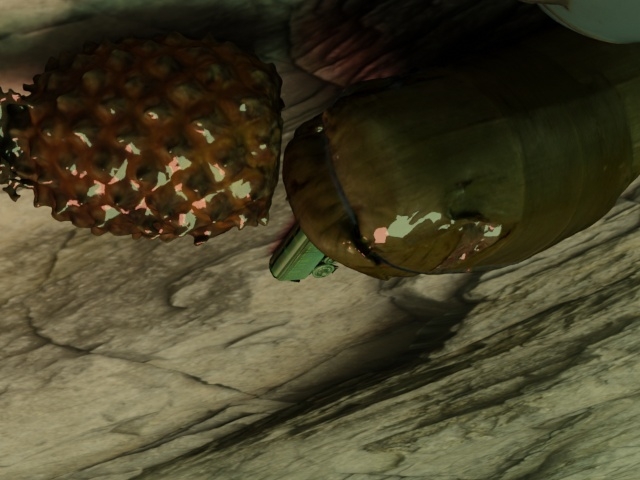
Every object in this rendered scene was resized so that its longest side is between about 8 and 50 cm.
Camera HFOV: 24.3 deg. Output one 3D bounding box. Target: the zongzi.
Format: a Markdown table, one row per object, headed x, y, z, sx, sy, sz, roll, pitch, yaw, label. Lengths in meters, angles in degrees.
| x | y | z | sx | sy | sz | roll | pitch | yaw | label |
| --- | --- | --- | --- | --- | --- | --- | --- | --- | --- |
| 0.071 | -0.031 | 1.274 | 0.356 | 0.174 | 0.393 | -18 | 170 | -39 | zongzi |

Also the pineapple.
| x | y | z | sx | sy | sz | roll | pitch | yaw | label |
| --- | --- | --- | --- | --- | --- | --- | --- | --- | --- |
| -0.209 | -0.083 | 1.138 | 0.361 | 0.175 | 0.175 | 4 | 153 | -5 | pineapple |

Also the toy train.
| x | y | z | sx | sy | sz | roll | pitch | yaw | label |
| --- | --- | --- | --- | --- | --- | --- | --- | --- | --- |
| 0.000 | 0.000 | 1.518 | 0.070 | 0.038 | 0.148 | 2 | 152 | -22 | toy train |

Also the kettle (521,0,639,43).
| x | y | z | sx | sy | sz | roll | pitch | yaw | label |
| --- | --- | --- | --- | --- | --- | --- | --- | --- | --- |
| 0.270 | -0.257 | 0.912 | 0.319 | 0.247 | 0.342 | -28 | 173 | -31 | kettle |
